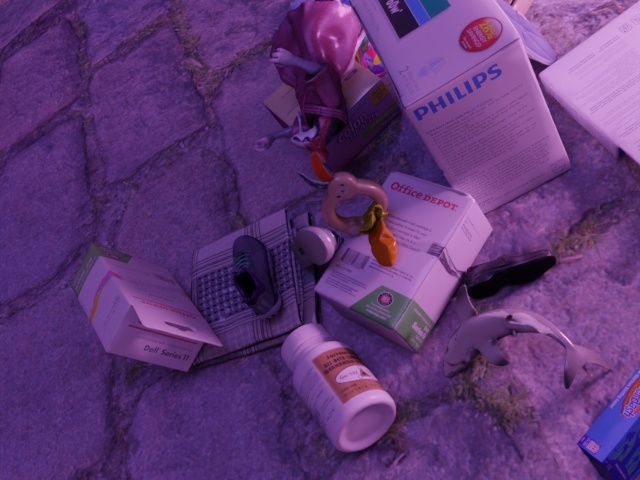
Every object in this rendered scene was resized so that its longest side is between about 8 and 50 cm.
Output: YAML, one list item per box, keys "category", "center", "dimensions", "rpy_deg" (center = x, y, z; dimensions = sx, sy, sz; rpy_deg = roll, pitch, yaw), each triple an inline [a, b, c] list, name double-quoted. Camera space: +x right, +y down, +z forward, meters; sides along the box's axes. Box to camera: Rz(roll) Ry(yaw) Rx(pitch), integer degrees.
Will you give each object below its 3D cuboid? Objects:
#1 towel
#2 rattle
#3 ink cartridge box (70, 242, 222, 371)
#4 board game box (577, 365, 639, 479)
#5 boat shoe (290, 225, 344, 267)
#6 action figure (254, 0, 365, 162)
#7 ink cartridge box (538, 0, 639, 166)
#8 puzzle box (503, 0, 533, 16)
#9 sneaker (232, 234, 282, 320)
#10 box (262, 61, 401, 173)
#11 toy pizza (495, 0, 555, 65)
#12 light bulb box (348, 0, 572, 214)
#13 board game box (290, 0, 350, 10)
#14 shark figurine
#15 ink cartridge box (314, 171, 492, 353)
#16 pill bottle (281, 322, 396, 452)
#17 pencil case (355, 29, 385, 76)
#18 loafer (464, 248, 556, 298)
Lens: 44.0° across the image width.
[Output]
- category: "towel"
  center: [-0.149, 0.096, 1.714]
  dimensions: [0.324, 0.056, 0.312]
  rpy_deg: [-20, 51, 19]
- category: "rattle"
  center: [0.045, -0.050, 1.420]
  dimensions: [0.130, 0.200, 0.143]
  rpy_deg: [-13, 53, 28]
- category: "ink cartridge box"
  center: [-0.374, 0.157, 1.678]
  dimensions: [0.119, 0.207, 0.353]
  rpy_deg: [-60, 39, 9]
- category: "board game box"
  center: [0.468, 0.249, 1.138]
  dimensions: [0.210, 0.160, 0.047]
  rpy_deg: [-50, 47, -5]
- category: "boat shoe"
  center: [0.000, 0.001, 1.558]
  dimensions: [0.081, 0.079, 0.227]
  rpy_deg: [-31, 1, -15]
- category: "action figure"
  center: [0.000, -0.323, 1.702]
  dimensions: [0.275, 0.248, 0.370]
  rpy_deg: [-1, 63, -18]
- category: "ink cartridge box"
  center: [0.634, -0.305, 1.472]
  dimensions: [0.324, 0.071, 0.330]
  rpy_deg: [-35, 50, 7]
- category: "puzzle box"
  center: [0.310, -0.579, 1.880]
  dimensions: [0.408, 0.052, 0.272]
  rpy_deg: [19, 71, 40]
- category: "sneaker"
  center: [-0.147, 0.057, 1.646]
  dimensions: [0.083, 0.098, 0.224]
  rpy_deg: [-36, 50, 10]
- category: "box"
  center: [0.024, -0.310, 1.838]
  dimensions: [0.213, 0.117, 0.243]
  rpy_deg: [-44, 46, -1]
- category: "toy pizza"
  center: [0.402, -0.425, 1.629]
  dimensions: [0.032, 0.201, 0.201]
  rpy_deg: [-46, 41, 32]
- category: "light bulb box"
  center: [0.265, -0.301, 1.507]
  dimensions: [0.225, 0.361, 0.358]
  rpy_deg: [-30, 48, 12]
- category: "board game box"
  center: [0.051, -0.649, 2.112]
  dimensions: [0.281, 0.027, 0.145]
  rpy_deg: [-23, 48, 18]
- category: "shark figurine"
  center: [0.336, 0.151, 1.339]
  dimensions: [0.278, 0.116, 0.166]
  rpy_deg: [-4, 91, 40]
- category: "ink cartridge box"
  center: [0.160, 0.035, 1.508]
  dimensions: [0.211, 0.121, 0.289]
  rpy_deg: [24, 75, 42]
- category: "pill bottle"
  center: [0.024, 0.259, 1.438]
  dimensions: [0.131, 0.131, 0.229]
  rpy_deg: [-43, 47, 1]
- category: "pencil case"
  center: [0.077, -0.476, 1.931]
  dimensions: [0.104, 0.104, 0.236]
  rpy_deg: [-47, 45, -3]
- category: "loafer"
  center: [0.338, 0.046, 1.430]
  dimensions: [0.170, 0.062, 0.061]
  rpy_deg: [-21, 46, 19]
